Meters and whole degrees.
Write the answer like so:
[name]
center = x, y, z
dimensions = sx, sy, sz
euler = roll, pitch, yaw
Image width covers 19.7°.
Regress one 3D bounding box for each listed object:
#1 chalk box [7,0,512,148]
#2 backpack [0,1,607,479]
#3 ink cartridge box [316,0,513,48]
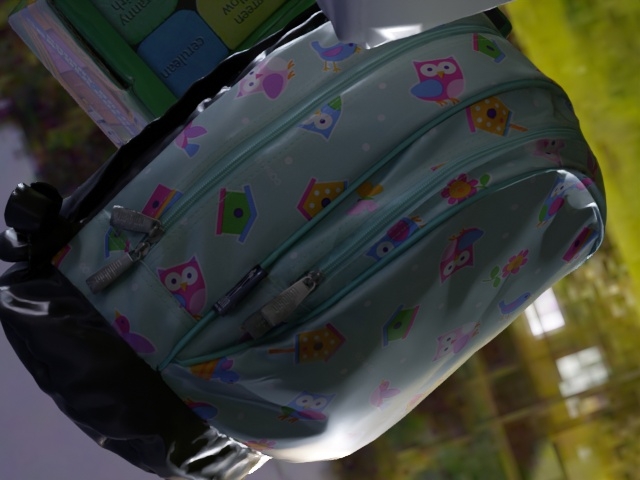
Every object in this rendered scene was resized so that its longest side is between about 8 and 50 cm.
[chalk box]
center = -0.037, -0.120, 0.992
dimensions = 0.179, 0.180, 0.289
euler = 49, 170, -12
[backpack]
center = 0.000, 0.000, 0.602
dimensions = 0.115, 0.182, 0.152
euler = 51, -177, 19
[ink cartridge box]
center = 0.014, -0.168, 0.387
dimensions = 0.212, 0.093, 0.154
euler = 89, 161, -58
